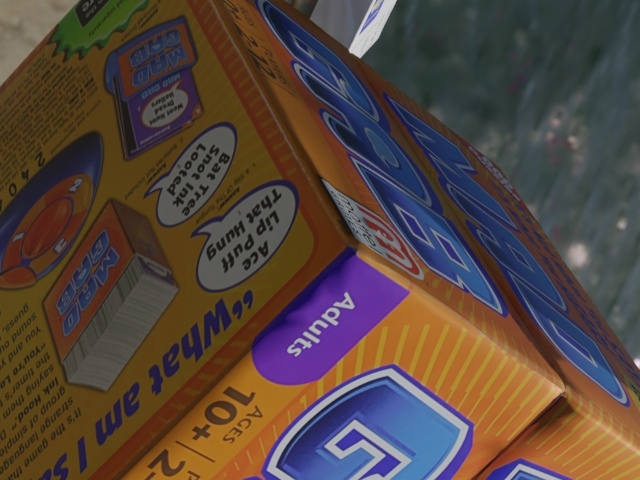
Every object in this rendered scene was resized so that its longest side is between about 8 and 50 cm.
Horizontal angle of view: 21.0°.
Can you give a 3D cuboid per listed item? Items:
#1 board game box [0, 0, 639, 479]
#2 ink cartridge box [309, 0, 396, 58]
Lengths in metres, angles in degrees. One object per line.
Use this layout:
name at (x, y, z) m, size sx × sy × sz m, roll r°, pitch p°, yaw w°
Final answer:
board game box at (-0.047, 0.095, 1.077) m, size 0.356 × 0.356 × 0.356 m, roll -44°, pitch 130°, yaw 14°
ink cartridge box at (0.079, -0.333, 1.852) m, size 0.333 × 0.065 × 0.165 m, roll -61°, pitch 175°, yaw 34°
